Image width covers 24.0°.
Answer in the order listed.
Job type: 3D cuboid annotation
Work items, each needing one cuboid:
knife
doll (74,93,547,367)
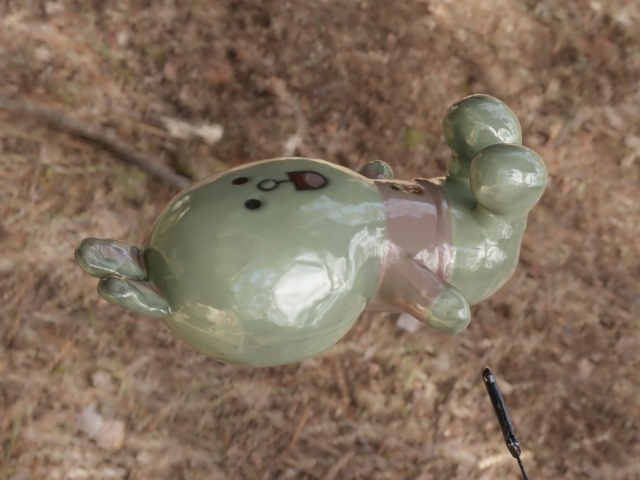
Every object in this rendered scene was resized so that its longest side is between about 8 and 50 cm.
[{"bbox_3d":[0.145,0.165,1.067,0.010,0.023,0.170,-22,68,6],"label":"knife"},{"bbox_3d":[0.004,0.009,0.863,0.275,0.113,0.155,-17,38,-14],"label":"doll"}]
